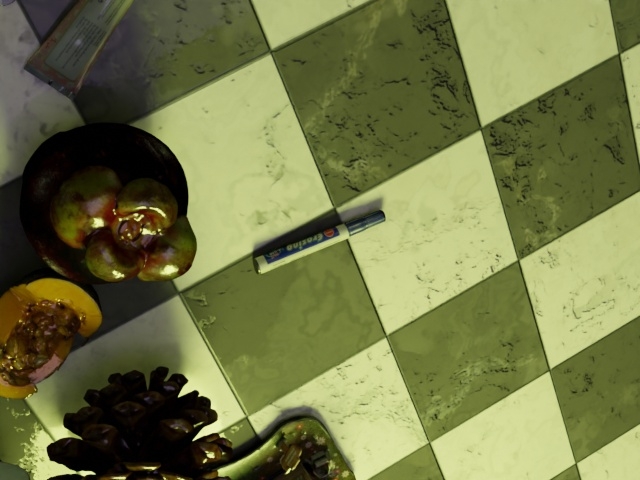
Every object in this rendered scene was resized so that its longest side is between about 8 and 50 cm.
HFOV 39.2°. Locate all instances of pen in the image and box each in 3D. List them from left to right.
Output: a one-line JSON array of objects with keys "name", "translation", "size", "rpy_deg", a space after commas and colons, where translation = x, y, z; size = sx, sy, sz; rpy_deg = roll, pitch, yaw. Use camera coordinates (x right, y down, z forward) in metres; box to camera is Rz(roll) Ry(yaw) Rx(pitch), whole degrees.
[{"name": "pen", "translation": [0.000, 0.000, 1.280], "size": [0.204, 0.025, 0.025], "rpy_deg": [-22, 121, -13]}]

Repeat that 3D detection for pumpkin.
[{"name": "pumpkin", "translation": [-0.352, 0.102, 1.124], "size": [0.183, 0.107, 0.119], "rpy_deg": [-41, 116, 10]}]

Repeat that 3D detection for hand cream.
[{"name": "hand cream", "translation": [-0.255, -0.262, 1.037], "size": [0.067, 0.043, 0.209], "rpy_deg": [34, 102, -30]}]

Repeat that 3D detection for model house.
[{"name": "model house", "translation": [-0.072, 0.434, 1.377], "size": [0.294, 0.154, 0.207], "rpy_deg": [-31, 124, -7]}]

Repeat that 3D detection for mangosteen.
[{"name": "mangosteen", "translation": [-0.248, -0.040, 1.047], "size": [0.210, 0.210, 0.210], "rpy_deg": [-10, 117, -20]}]

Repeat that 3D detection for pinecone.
[{"name": "pinecone", "translation": [-0.232, 0.291, 1.187], "size": [0.264, 0.264, 0.264], "rpy_deg": [-10, 117, -20]}]

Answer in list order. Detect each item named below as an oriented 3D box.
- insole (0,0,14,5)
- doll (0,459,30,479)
[{"name": "insole", "translation": [-0.400, -0.329, 0.958], "size": [0.065, 0.006, 0.193], "rpy_deg": [-46, 123, 1]}, {"name": "doll", "translation": [-0.440, 0.371, 1.174], "size": [0.161, 0.215, 0.257], "rpy_deg": [-12, 133, -41]}]
